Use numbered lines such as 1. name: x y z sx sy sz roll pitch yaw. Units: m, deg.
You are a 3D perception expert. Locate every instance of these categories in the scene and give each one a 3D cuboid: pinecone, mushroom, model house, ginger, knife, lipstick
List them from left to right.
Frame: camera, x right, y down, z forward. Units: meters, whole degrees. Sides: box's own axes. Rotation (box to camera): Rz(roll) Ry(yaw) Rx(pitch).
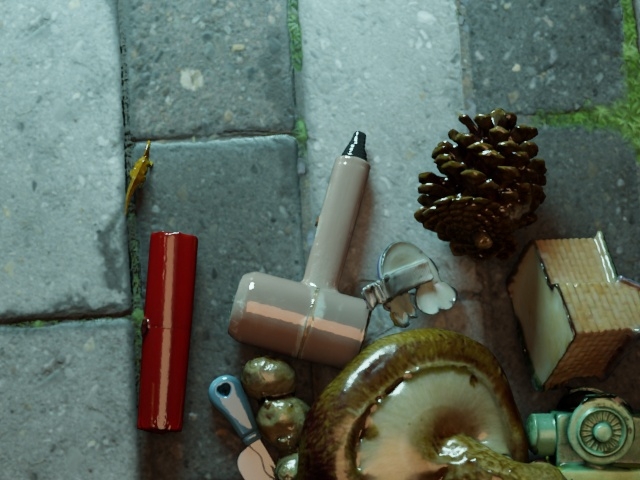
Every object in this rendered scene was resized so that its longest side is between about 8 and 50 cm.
1. lipstick: -0.214 0.130 1.896 0.073 0.073 0.279 4 82 -2
2. knife: -0.091 0.302 1.904 0.058 0.032 0.244 -25 88 -9
3. ginger: -0.048 0.252 1.870 0.080 0.104 0.204 -21 85 19
4. mushroom: 0.153 0.276 1.783 0.345 0.260 0.345 5 78 -25
5. pinecone: 0.232 -0.085 1.892 0.169 0.185 0.212 27 66 15
6. model house: 0.373 0.092 1.883 0.172 0.166 0.183 -6 57 -15

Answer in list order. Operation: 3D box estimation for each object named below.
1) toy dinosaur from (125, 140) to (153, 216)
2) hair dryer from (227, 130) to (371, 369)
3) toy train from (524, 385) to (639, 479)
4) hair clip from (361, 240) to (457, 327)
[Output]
1. toy dinosaur: -0.261 -0.088 1.938 0.026 0.041 0.113 20 87 -4
2. hair dryer: 0.000 0.000 1.922 0.189 0.107 0.344 15 73 1
3. toy train: 0.476 0.326 1.864 0.397 0.160 0.253 1 89 -2
4. hair clip: 0.122 0.057 1.890 0.049 0.172 0.116 -19 90 39
